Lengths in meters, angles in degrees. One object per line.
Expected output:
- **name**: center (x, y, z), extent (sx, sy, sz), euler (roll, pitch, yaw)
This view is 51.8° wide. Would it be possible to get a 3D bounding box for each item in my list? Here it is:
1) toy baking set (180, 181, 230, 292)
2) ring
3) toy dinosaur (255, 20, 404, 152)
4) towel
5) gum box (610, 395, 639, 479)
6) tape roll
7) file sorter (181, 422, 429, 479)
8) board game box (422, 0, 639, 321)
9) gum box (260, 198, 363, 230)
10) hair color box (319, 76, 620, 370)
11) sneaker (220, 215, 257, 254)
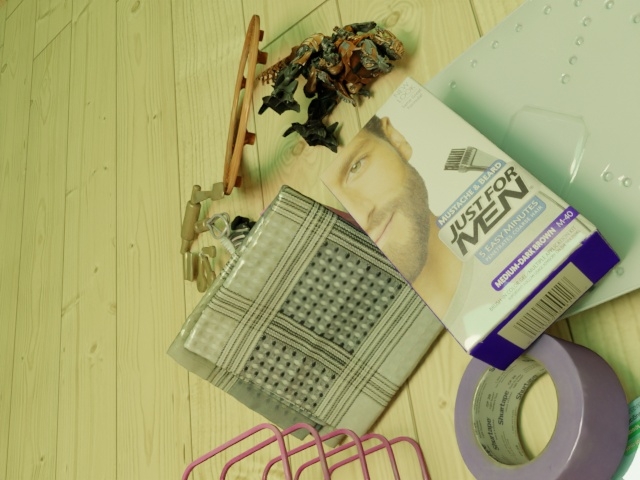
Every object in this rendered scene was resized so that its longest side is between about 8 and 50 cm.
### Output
- **toy baking set**: center (-0.225, -0.017, 1.295), extent (0.197, 0.030, 0.256), euler (43, 126, 48)
- **ring**: center (-0.141, -0.248, 1.233), extent (0.336, 0.032, 0.336), euler (-171, 90, -78)
- **toy dinosaur**: center (0.004, -0.289, 1.172), extent (0.322, 0.164, 0.218), euler (-7, 56, 64)
- **towel**: center (-0.011, 0.128, 0.933), extent (0.324, 0.312, 0.056), euler (-54, 13, 17)
- **gum box**: center (0.392, 0.243, 0.682), extent (0.157, 0.041, 0.184), euler (-47, 49, 22)
- **tape roll**: center (0.249, 0.202, 0.764), extent (0.189, 0.080, 0.189), euler (-39, 41, 46)
- **file sorter**: center (-0.006, 0.350, 0.843), extent (0.202, 0.290, 0.182), euler (-35, 52, 29)
- **board game box**: center (0.284, -0.102, 0.822), extent (0.390, 0.050, 0.390), euler (-35, 60, 43)
- **gum box**: center (0.000, 0.000, 1.017), extent (0.062, 0.188, 0.107), euler (-43, 52, 27)
- **hair color box**: center (0.161, -0.033, 0.803), extent (0.185, 0.110, 0.339), euler (-48, 47, 11)
- **sneaker**: center (-0.127, 0.004, 1.219), extent (0.170, 0.063, 0.075), euler (38, 109, 48)
